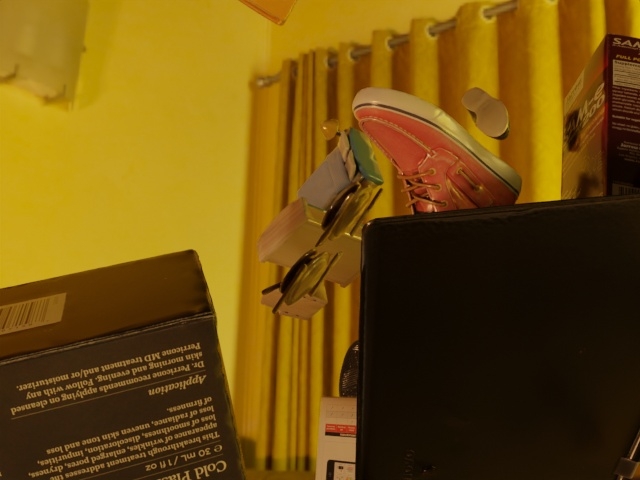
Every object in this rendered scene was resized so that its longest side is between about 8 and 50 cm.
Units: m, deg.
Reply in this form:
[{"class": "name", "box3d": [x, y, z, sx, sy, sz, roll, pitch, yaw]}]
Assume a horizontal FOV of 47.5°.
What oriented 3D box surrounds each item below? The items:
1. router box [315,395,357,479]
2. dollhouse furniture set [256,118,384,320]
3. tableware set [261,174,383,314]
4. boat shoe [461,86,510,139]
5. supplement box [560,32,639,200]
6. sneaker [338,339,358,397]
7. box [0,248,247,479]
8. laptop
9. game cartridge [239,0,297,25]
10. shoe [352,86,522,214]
[{"class": "router box", "box3d": [0.138, 0.376, 1.021, 0.335, 0.301, 0.082, -8, -19, 41]}, {"class": "dollhouse furniture set", "box3d": [-0.043, -0.063, 1.396, 0.198, 0.303, 0.286, 20, -49, -34]}, {"class": "tableware set", "box3d": [0.000, 0.000, 0.942, 0.039, 0.194, 0.128, 38, 19, 15]}, {"class": "boat shoe", "box3d": [0.249, -0.181, 1.064, 0.049, 0.133, 0.042, -41, -59, 14]}, {"class": "supplement box", "box3d": [0.322, -0.092, 0.804, 0.073, 0.239, 0.130, 11, -26, 0]}, {"class": "sneaker", "box3d": [0.123, 0.357, 1.531, 0.124, 0.295, 0.178, -7, -12, 16]}, {"class": "box", "box3d": [-0.240, 0.208, 0.635, 0.343, 0.312, 0.179, -12, 18, -12]}, {"class": "laptop", "box3d": [0.225, 0.045, 0.682, 0.236, 0.408, 0.382, 18, -45, 20]}, {"class": "game cartridge", "box3d": [-0.118, -0.628, 1.408, 0.285, 0.323, 0.053, 30, -8, -12]}, {"class": "shoe", "box3d": [0.091, -0.049, 0.596, 0.178, 0.081, 0.063, 29, -17, -28]}]
